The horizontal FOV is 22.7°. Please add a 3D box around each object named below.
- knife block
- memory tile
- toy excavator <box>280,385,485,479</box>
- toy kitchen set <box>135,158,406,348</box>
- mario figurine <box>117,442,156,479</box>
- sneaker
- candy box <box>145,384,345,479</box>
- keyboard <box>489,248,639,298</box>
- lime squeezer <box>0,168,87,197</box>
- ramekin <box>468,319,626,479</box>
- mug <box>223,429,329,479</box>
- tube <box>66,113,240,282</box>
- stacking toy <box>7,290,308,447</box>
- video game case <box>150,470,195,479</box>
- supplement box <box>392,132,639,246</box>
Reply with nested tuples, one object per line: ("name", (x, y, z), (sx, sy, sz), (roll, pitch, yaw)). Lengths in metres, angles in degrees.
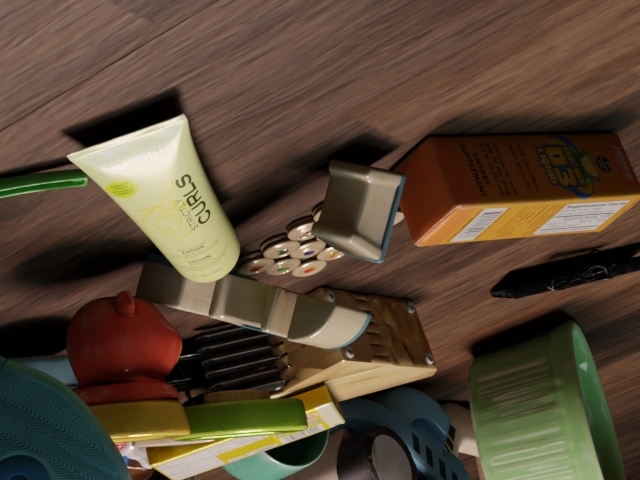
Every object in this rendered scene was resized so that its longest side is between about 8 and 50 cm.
("knife block", (-0.039, 0.144, 1.760), (0.242, 0.088, 0.276), (-29, 158, 30))
("memory tile", (0.000, 0.000, 1.521), (0.113, 0.012, 0.148), (4, 150, -47))
("toy excavator", (0.141, 0.315, 2.226), (0.222, 0.445, 0.433), (-30, 116, 33))
("toy kitchen set", (-0.032, 0.002, 1.430), (0.207, 0.166, 0.122), (13, 177, 31))
("mario figurine", (-0.281, 0.277, 1.755), (0.170, 0.198, 0.320), (19, 176, 16))
("sneaker", (-0.286, 0.157, 1.348), (0.127, 0.319, 0.208), (-53, 174, -13))
("candy box", (-0.080, 0.212, 1.732), (0.206, 0.027, 0.105), (-19, 158, 2))
("keyboard", (0.299, 0.032, 1.866), (0.192, 0.038, 0.100), (-13, -177, -19))
("lime squeezer", (-0.317, 0.012, 1.157), (0.310, 0.110, 0.059), (-43, 152, -24))
("ramekin", (0.302, 0.268, 2.100), (0.148, 0.303, 0.303), (-16, 162, 14))
("mug", (-0.060, 0.221, 1.884), (0.158, 0.129, 0.097), (1, 156, -44))
("tube", (-0.121, -0.033, 1.265), (0.070, 0.062, 0.240), (-57, 159, -13))
("stacking toy", (-0.177, 0.130, 1.521), (0.280, 0.130, 0.309), (2, 169, -40))
("video game case", (-0.237, 0.306, 1.939), (0.190, 0.173, 0.022), (-23, 118, 13))
("supplement box", (0.182, -0.050, 1.455), (0.233, 0.078, 0.080), (-4, 153, -37))
